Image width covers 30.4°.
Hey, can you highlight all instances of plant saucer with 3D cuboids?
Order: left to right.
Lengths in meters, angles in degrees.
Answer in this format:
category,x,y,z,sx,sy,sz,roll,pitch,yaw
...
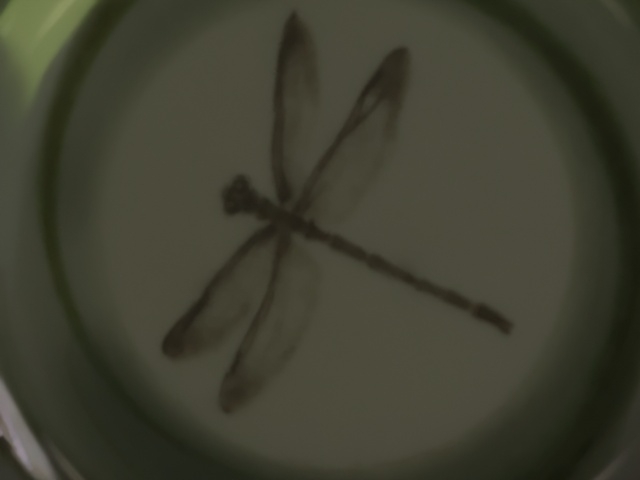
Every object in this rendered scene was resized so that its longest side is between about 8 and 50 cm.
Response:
category,x,y,z,sx,sy,sz,roll,pitch,yaw
plant saucer,0.000,0.000,0.446,0.400,0.100,0.401,1,95,11
